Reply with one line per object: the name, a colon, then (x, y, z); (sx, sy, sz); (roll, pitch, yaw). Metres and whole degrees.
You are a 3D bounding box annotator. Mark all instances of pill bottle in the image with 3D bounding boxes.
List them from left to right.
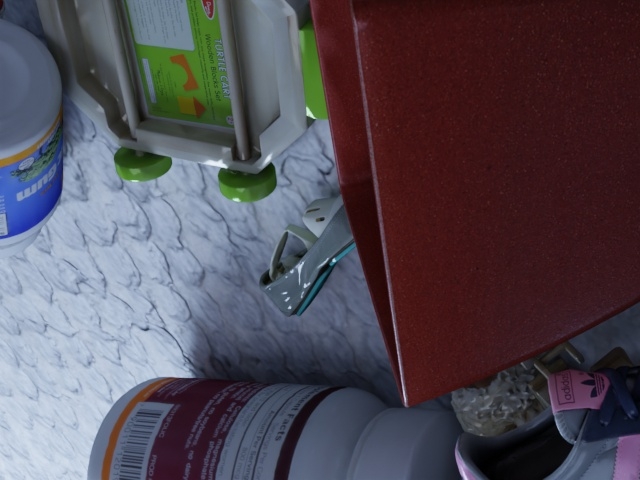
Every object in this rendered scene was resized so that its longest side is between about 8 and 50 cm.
pill bottle: (-0.335, -0.085, 0.945); (0.152, 0.152, 0.272); (33, 152, 2)
pill bottle: (-0.040, 0.266, 1.021); (0.392, 0.224, 0.224); (-2, 124, 33)

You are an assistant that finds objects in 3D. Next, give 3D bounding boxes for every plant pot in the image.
plant pot: (0.128, -0.098, 0.604); (0.235, 0.267, 0.267); (-12, 124, -1)

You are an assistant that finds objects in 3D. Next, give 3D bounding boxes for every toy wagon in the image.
toy wagon: (-0.092, -0.161, 0.825); (0.344, 0.068, 0.267); (12, 130, 21)

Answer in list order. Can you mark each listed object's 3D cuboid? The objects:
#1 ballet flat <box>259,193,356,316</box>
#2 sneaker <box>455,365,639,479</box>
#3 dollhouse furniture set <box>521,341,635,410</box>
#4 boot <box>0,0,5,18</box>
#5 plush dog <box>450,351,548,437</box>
ballet flat: (0.000, 0.000, 0.899); (0.068, 0.072, 0.213); (42, 135, 2)
sneaker: (0.240, 0.131, 0.684); (0.319, 0.112, 0.131); (-39, 106, 24)
dollhouse furniture set: (0.231, 0.046, 0.792); (0.182, 0.101, 0.161); (-37, 116, -1)
boot: (-0.376, -0.316, 0.855); (0.244, 0.088, 0.176); (41, 133, 0)
plush dog: (0.246, 0.232, 0.865); (0.225, 0.263, 0.210); (-2, 157, 43)
